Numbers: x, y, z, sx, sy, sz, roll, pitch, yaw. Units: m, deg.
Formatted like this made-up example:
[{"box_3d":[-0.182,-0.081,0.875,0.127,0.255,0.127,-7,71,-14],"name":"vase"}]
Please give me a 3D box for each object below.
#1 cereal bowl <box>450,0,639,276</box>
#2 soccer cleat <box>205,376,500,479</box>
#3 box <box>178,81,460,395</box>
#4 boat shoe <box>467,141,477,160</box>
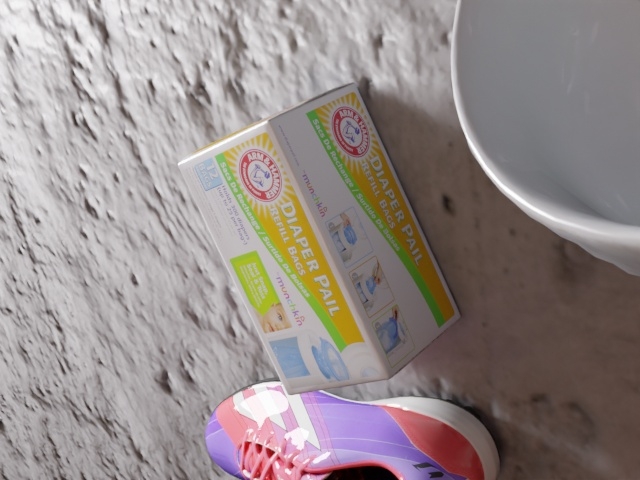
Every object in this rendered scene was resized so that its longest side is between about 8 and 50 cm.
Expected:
[{"box_3d":[0.215,-0.120,0.353,0.141,0.339,0.339,31,144,-29],"name":"cereal bowl"},{"box_3d":[-0.006,0.190,0.806,0.318,0.116,0.108,-4,109,41],"name":"soccer cleat"},{"box_3d":[0.000,0.000,0.709,0.114,0.103,0.203,-19,99,45],"name":"box"},{"box_3d":[0.168,-0.082,0.542,0.226,0.076,0.083,-17,100,44],"name":"boat shoe"}]
